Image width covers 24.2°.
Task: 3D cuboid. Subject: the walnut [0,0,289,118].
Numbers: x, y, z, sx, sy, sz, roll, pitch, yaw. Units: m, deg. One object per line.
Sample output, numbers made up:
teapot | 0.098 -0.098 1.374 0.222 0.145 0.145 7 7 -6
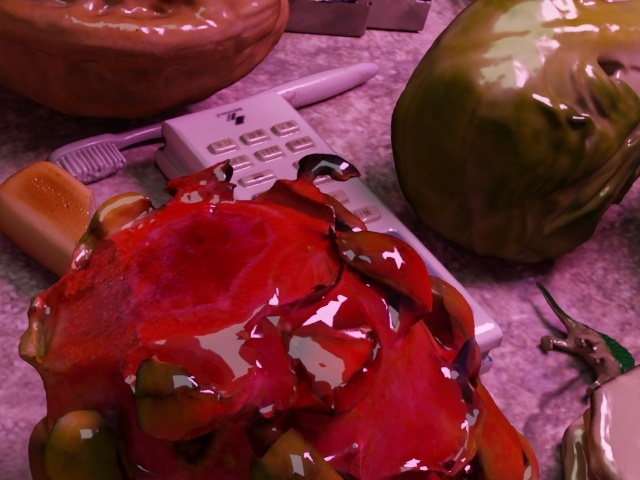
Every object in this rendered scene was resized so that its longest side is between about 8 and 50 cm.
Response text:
walnut | -0.148 -0.202 1.090 0.257 0.224 0.257 6 35 -4

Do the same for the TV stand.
TV stand | -0.026 -0.203 1.272 0.249 0.036 0.042 3 41 -15

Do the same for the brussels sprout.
brussels sprout | 0.150 -0.093 1.077 0.223 0.223 0.161 -14 33 -30

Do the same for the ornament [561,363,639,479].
ornament | 0.261 0.128 0.969 0.201 0.059 0.180 15 46 -5

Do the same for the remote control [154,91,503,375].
remote control | 0.000 0.000 1.038 0.103 0.055 0.277 -19 51 -32

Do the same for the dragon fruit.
dragon fruit | -0.008 0.095 0.793 0.307 0.243 0.227 5 52 -12

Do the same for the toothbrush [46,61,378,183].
toothbrush | -0.070 -0.094 1.146 0.307 0.025 0.029 -21 60 -34

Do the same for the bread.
bread | -0.170 -0.007 0.999 0.103 0.049 0.062 35 53 20

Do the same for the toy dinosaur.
toy dinosaur | 0.189 0.073 1.044 0.060 0.029 0.119 2 34 -38
